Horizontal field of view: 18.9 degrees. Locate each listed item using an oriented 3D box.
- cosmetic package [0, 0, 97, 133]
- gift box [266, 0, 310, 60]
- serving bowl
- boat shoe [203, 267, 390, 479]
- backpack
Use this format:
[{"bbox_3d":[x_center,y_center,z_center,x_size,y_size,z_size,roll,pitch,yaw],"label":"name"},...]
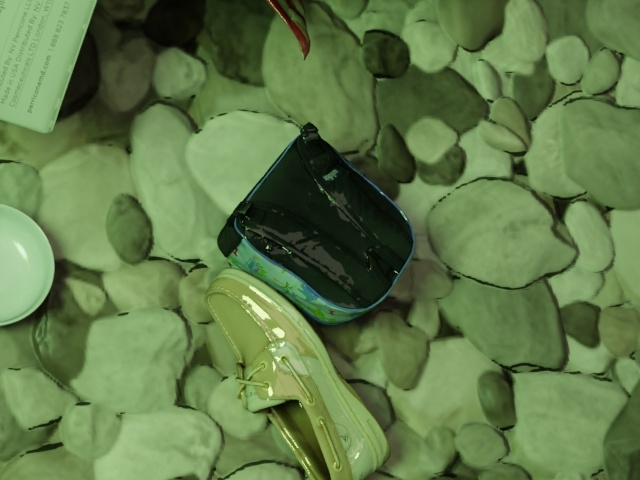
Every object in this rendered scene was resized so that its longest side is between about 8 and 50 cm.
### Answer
[{"bbox_3d":[-0.313,-0.216,1.174,0.365,0.197,0.155,18,109,-12],"label":"cosmetic package"},{"bbox_3d":[0.018,-0.271,1.256,0.255,0.258,0.276,4,81,-65],"label":"gift box"},{"bbox_3d":[-0.216,0.019,1.249,0.083,0.027,0.083,6,71,-19],"label":"serving bowl"},{"bbox_3d":[-0.024,0.096,1.275,0.059,0.063,0.170,-40,90,-31],"label":"boat shoe"},{"bbox_3d":[0.000,0.000,1.302,0.114,0.084,0.105,38,65,0],"label":"backpack"}]
